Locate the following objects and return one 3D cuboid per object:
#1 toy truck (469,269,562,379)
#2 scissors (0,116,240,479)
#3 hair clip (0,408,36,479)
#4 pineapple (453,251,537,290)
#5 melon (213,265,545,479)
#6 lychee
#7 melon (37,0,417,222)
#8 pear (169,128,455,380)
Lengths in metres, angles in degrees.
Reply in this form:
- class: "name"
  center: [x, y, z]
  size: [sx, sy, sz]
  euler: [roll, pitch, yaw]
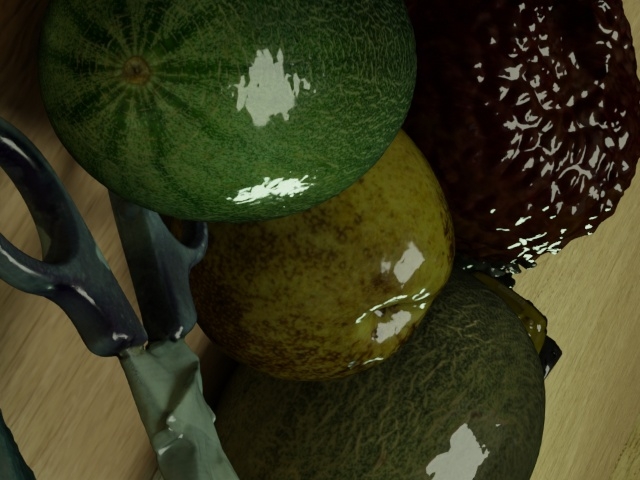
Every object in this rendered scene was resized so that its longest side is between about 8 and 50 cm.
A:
- class: "toy truck"
  center: [0.107, 0.144, 1.483]
  size: [0.224, 0.147, 0.165]
  euler: [-57, 171, 21]
- class: "scissors"
  center: [-0.077, 0.101, 0.890]
  size: [0.256, 0.029, 0.384]
  euler: [-4, 70, -67]
- class: "hair clip"
  center: [-0.166, 0.319, 0.890]
  size: [0.238, 0.392, 0.318]
  euler: [-34, 150, -16]
- class: "pineapple"
  center: [0.161, -0.041, 1.537]
  size: [0.158, 0.157, 0.279]
  euler: [-54, 163, -34]
- class: "melon"
  center: [0.038, 0.159, 1.272]
  size: [0.329, 0.248, 0.249]
  euler: [-56, 156, -29]
- class: "lychee"
  center: [0.123, -0.112, 1.239]
  size: [0.260, 0.260, 0.261]
  euler: [-51, 153, -39]
- class: "melon"
  center: [-0.042, -0.100, 0.911]
  size: [0.287, 0.182, 0.182]
  euler: [-7, 116, -64]
- class: "pear"
  center: [0.000, 0.000, 1.095]
  size: [0.197, 0.197, 0.197]
  euler: [-51, 153, -39]
